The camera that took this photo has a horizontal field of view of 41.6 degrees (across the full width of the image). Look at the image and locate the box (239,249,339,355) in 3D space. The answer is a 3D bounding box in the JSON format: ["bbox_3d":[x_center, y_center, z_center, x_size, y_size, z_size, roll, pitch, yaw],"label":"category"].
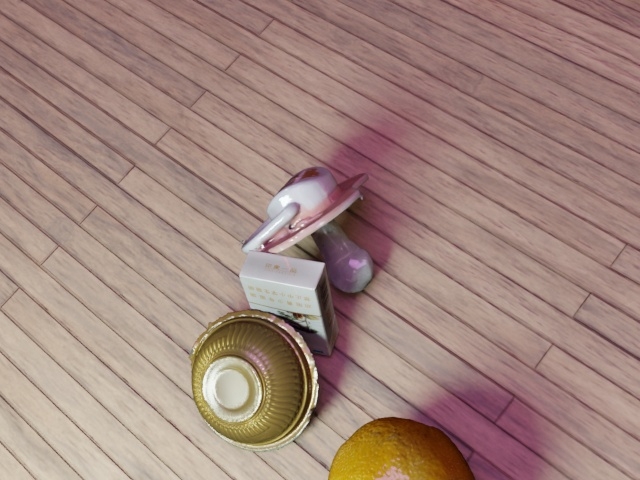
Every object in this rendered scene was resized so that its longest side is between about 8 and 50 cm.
[{"bbox_3d":[-0.054,0.121,1.580,0.149,0.233,0.067,12,55,18],"label":"box"}]

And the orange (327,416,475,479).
[{"bbox_3d":[0.132,0.429,1.384,0.264,0.264,0.264,-5,62,11],"label":"orange"}]

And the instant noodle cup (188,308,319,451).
[{"bbox_3d":[-0.142,0.264,1.541,0.273,0.090,0.274,1,93,21],"label":"instant noodle cup"}]

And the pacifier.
[{"bbox_3d":[-0.002,-0.033,1.647,0.273,0.332,0.220,22,109,2],"label":"pacifier"}]
